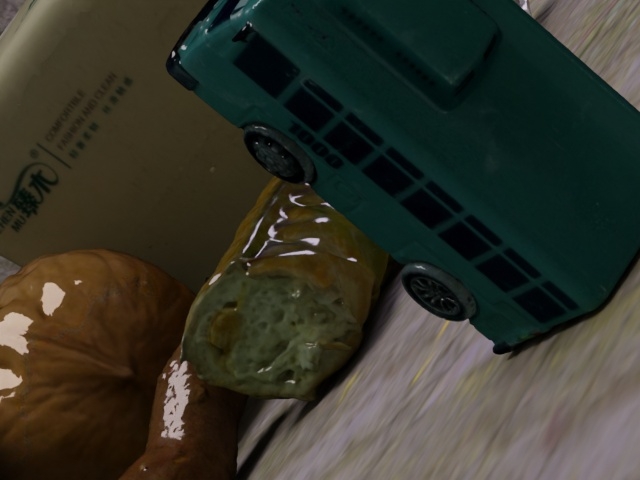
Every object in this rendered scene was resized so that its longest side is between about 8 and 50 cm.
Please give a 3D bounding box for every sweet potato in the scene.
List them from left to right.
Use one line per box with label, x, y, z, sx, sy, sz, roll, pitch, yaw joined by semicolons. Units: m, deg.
sweet potato;-0.107;0.170;0.851;0.281;0.067;0.059;-60;-29;-34

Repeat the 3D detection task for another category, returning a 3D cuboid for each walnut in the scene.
walnut;-0.158;0.103;1.062;0.195;0.195;0.221;-54;10;-27

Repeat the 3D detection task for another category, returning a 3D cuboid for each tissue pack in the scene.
tissue pack;-0.071;-0.122;1.185;0.380;0.297;0.207;-50;18;27

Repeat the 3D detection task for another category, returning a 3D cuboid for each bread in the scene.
bread;0.001;-0.001;0.950;0.098;0.087;0.269;-48;5;27

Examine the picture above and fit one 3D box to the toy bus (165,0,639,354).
toy bus;0.036;-0.044;0.547;0.079;0.160;0.092;-53;7;-24
